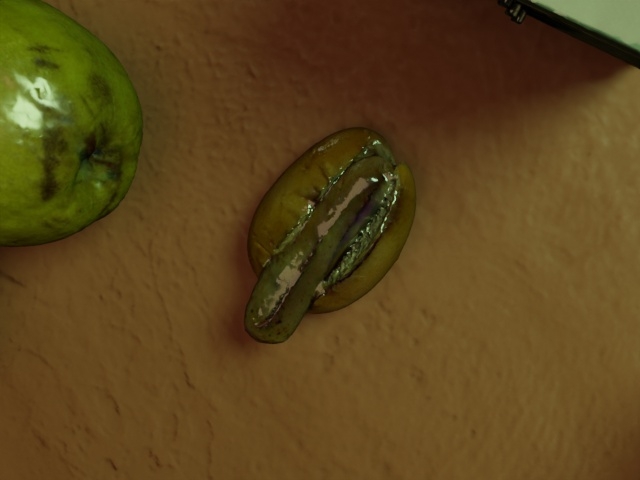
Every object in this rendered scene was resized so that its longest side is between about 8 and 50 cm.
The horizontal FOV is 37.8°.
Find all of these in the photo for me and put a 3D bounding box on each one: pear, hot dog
[{"bbox_3d":[-0.189,-0.072,0.559,0.162,0.149,0.149,27,105,12],"label":"pear"},{"bbox_3d":[-0.001,-0.002,0.567,0.090,0.060,0.140,48,110,7],"label":"hot dog"}]

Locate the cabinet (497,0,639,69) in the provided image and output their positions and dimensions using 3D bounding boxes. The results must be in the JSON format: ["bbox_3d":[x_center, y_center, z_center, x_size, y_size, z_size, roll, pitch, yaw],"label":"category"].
[{"bbox_3d":[0.124,-0.171,0.429,0.145,0.206,0.150,28,105,8],"label":"cabinet"}]
